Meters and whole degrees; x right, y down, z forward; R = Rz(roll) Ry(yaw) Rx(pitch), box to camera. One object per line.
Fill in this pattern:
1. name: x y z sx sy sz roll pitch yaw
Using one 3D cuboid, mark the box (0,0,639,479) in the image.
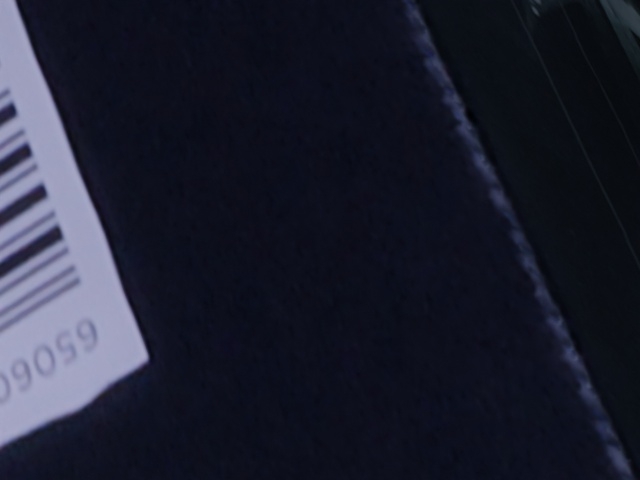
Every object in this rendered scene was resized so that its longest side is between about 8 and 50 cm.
1. box: 0.000 0.000 0.616 0.297 0.480 0.471 -31 160 22
